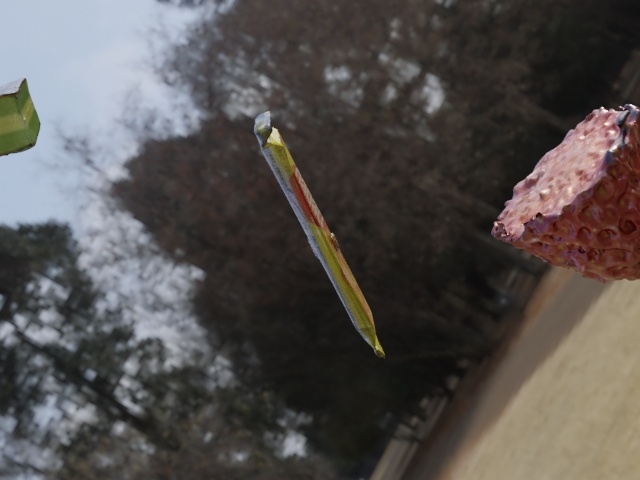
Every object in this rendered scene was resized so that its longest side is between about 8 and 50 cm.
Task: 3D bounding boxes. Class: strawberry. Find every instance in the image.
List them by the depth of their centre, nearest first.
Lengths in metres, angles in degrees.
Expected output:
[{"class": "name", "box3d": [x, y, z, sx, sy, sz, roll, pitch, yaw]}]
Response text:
[{"class": "strawberry", "box3d": [0.346, -0.042, 1.644, 0.234, 0.178, 0.234, -45, 13, 13]}]

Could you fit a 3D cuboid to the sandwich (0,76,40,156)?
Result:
[{"class": "sandwich", "box3d": [-0.385, -0.148, 1.627, 0.116, 0.074, 0.074, -113, 7, -72]}]

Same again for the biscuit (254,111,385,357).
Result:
[{"class": "biscuit", "box3d": [0.000, 0.000, 1.322, 0.048, 0.026, 0.292, -96, -18, -56]}]
